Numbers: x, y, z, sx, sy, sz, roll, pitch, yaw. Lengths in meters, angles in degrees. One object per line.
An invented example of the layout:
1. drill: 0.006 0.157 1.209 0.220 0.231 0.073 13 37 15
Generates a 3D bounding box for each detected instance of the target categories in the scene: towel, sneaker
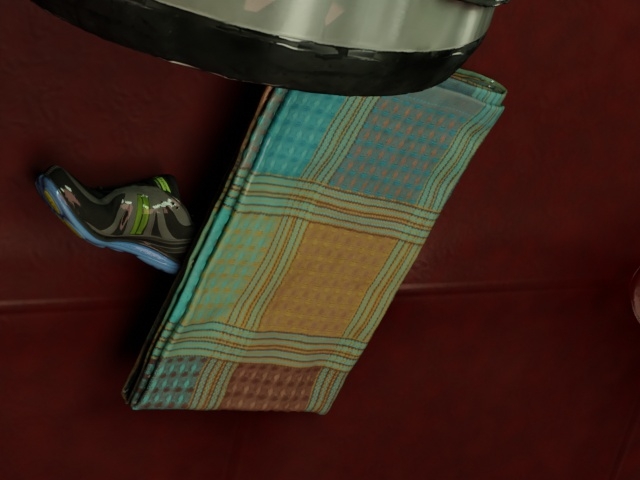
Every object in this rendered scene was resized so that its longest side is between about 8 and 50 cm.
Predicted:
1. towel: 0.000 0.000 1.327 0.271 0.040 0.370 8 116 -46
2. sneaker: -0.158 -0.029 1.246 0.188 0.067 0.078 22 102 -42

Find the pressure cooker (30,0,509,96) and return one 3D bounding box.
1. pressure cooker: -0.014 -0.339 0.924 0.375 0.370 0.421 6 116 -25
